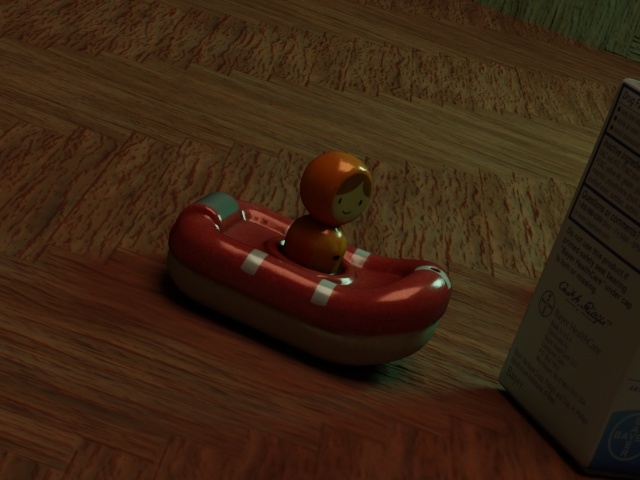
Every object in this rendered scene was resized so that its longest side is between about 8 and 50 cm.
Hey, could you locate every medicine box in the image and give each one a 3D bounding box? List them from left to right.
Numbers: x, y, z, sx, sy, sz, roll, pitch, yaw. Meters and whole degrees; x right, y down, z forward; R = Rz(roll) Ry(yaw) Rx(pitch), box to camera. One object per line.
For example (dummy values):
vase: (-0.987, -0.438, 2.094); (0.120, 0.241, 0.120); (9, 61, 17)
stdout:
medicine box: (0.333, 0.044, 1.294); (0.264, 0.289, 0.149); (11, 20, -28)

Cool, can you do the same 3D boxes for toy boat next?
toy boat: (0.000, 0.000, 1.282); (0.231, 0.151, 0.151); (23, 18, 9)
